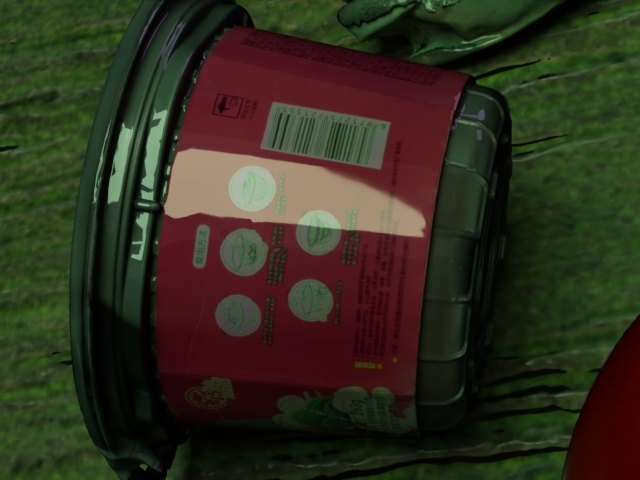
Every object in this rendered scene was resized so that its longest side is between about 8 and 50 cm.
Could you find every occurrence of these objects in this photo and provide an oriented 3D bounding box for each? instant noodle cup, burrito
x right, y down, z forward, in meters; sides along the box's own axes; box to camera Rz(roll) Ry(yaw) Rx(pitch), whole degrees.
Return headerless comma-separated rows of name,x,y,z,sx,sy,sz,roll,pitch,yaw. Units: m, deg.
instant noodle cup,0.000,0.000,0.793,0.182,0.302,0.258,8,24,11
burrito,0.154,-0.192,0.921,0.309,0.066,0.096,-26,52,7

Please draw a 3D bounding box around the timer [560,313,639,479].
timer,0.270,0.136,0.540,0.378,0.279,0.378,-6,30,3
